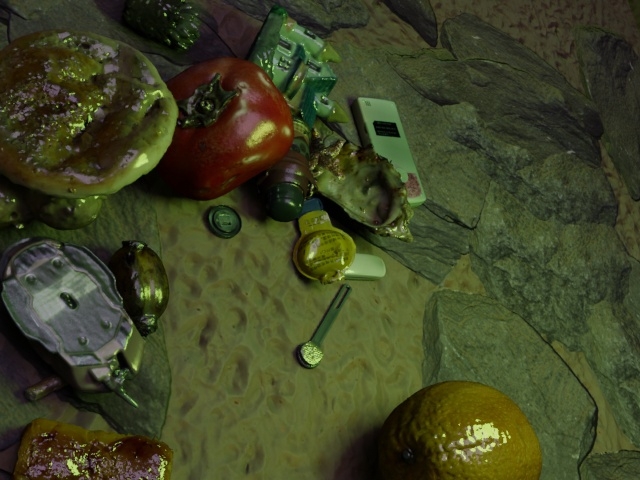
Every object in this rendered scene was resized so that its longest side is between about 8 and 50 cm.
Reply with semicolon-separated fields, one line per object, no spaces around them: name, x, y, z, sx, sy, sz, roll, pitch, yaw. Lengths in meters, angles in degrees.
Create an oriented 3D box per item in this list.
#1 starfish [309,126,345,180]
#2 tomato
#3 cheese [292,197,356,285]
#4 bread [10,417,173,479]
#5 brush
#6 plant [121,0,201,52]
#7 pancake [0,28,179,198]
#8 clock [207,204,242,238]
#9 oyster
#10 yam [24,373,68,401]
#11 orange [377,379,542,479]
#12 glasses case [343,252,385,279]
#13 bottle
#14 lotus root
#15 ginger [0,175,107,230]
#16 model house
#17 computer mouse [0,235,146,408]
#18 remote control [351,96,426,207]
starfish;0.001;-0.215;1.919;0.150;0.053;0.209;-37;53;-10
tomato;-0.230;-0.249;1.647;0.325;0.290;0.293;-36;75;-3
cheese;0.000;0.000;1.801;0.156;0.064;0.250;-16;60;-4
bread;-0.400;0.397;1.317;0.270;0.077;0.139;19;52;-20
brush;0.019;0.191;1.742;0.062;0.027;0.266;39;49;-8
plant;-0.388;-0.565;1.842;0.194;0.129;0.132;22;54;-18
pancake;-0.453;-0.246;1.372;0.386;0.082;0.387;9;61;-16
clock;-0.224;-0.043;1.724;0.085;0.017;0.085;16;56;-26
oyster;0.131;-0.124;1.909;0.361;0.096;0.221;37;69;26
yam;-0.477;0.258;1.377;0.145;0.032;0.032;-22;77;-41
orange;0.289;0.453;1.567;0.356;0.322;0.322;19;54;-44
glasses case;0.092;0.065;1.853;0.164;0.041;0.063;4;62;-31
bottle;-0.083;-0.167;1.809;0.156;0.143;0.271;2;57;-4
lotus root;-0.367;0.096;1.490;0.120;0.120;0.210;0;66;-33
ginger;-0.576;-0.078;1.398;0.303;0.155;0.244;-17;32;-25
model house;-0.044;-0.415;1.932;0.324;0.194;0.267;28;51;-15
computer mouse;-0.456;0.158;1.389;0.199;0.115;0.389;-36;87;-32
remote control;0.192;-0.250;2.095;0.145;0.050;0.344;1;64;-33
